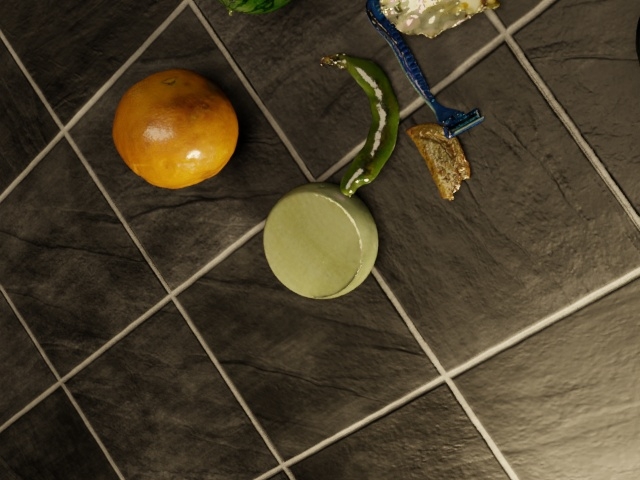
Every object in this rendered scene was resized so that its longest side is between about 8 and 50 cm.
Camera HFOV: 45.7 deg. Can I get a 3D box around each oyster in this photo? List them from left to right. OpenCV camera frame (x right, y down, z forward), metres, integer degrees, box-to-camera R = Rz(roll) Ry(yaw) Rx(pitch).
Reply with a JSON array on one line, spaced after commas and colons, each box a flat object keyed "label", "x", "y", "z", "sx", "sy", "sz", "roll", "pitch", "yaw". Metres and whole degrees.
[{"label": "oyster", "x": 0.214, "y": -0.455, "z": 1.416, "sx": 0.209, "sy": 0.072, "sz": 0.132, "roll": -16, "pitch": 109, "yaw": 37}]

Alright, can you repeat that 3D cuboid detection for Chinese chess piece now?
[{"label": "Chinese chess piece", "x": 0.000, "y": 0.000, "z": 1.612, "sx": 0.251, "sy": 0.101, "sz": 0.250, "roll": 6, "pitch": 105, "yaw": 25}]

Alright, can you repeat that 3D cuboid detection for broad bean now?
[{"label": "broad bean", "x": 0.089, "y": -0.239, "z": 1.524, "sx": 0.144, "sy": 0.049, "sz": 0.291, "roll": -8, "pitch": 93, "yaw": 7}]

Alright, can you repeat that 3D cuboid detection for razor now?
[{"label": "razor", "x": 0.181, "y": -0.334, "z": 1.474, "sx": 0.324, "sy": 0.093, "sz": 0.056, "roll": 55, "pitch": 154, "yaw": 9}]

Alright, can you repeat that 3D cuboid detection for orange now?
[{"label": "orange", "x": -0.307, "y": -0.238, "z": 1.618, "sx": 0.261, "sy": 0.261, "sz": 0.260, "roll": 6, "pitch": 105, "yaw": 25}]

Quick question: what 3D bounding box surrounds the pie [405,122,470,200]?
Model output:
[{"label": "pie", "x": 0.240, "y": -0.164, "z": 1.496, "sx": 0.092, "sy": 0.034, "sz": 0.169, "roll": -27, "pitch": 84, "yaw": 30}]

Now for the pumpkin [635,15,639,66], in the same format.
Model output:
[{"label": "pumpkin", "x": 0.629, "y": -0.314, "z": 1.106, "sx": 0.323, "sy": 0.323, "sz": 0.241, "roll": -20, "pitch": 92, "yaw": 28}]

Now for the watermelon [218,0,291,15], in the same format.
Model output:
[{"label": "watermelon", "x": -0.132, "y": -0.560, "z": 1.465, "sx": 0.243, "sy": 0.242, "sz": 0.242, "roll": 6, "pitch": 105, "yaw": 25}]
